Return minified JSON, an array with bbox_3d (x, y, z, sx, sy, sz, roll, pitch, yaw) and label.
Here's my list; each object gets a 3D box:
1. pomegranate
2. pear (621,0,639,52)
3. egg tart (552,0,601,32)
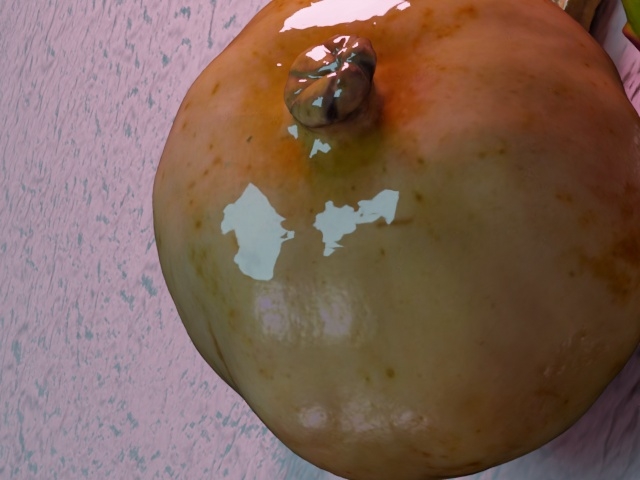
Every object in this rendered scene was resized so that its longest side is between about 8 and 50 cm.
[{"bbox_3d":[0.064,-0.029,1.502,0.411,0.411,0.411,-26,58,52],"label":"pomegranate"},{"bbox_3d":[0.351,-0.152,1.195,0.375,0.287,0.287,53,125,35],"label":"pear"},{"bbox_3d":[0.136,-0.225,1.728,0.291,0.107,0.291,-28,56,52],"label":"egg tart"}]
